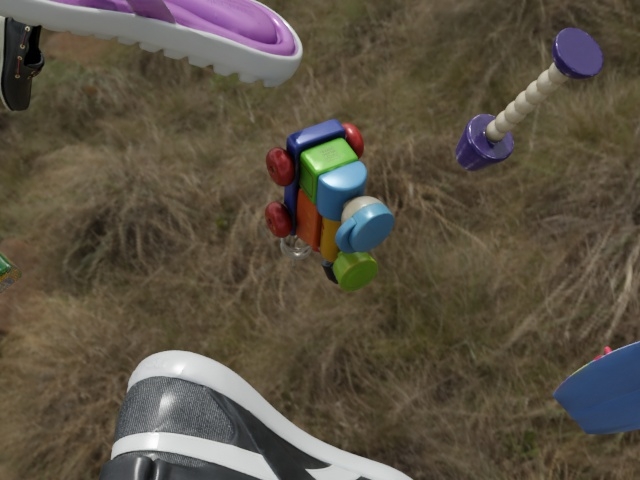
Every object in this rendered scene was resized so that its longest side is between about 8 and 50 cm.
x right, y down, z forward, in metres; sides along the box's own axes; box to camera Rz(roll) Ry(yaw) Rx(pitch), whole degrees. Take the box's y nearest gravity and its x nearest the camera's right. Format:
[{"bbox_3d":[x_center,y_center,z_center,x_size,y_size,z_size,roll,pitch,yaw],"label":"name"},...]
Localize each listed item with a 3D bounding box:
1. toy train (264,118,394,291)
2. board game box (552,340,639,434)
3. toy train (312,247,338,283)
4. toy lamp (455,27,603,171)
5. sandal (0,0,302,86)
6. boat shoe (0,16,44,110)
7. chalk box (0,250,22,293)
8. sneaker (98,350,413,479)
[{"bbox_3d":[0.013,0.000,1.001,0.105,0.248,0.143,-21,56,-20],"label":"toy train"},{"bbox_3d":[0.269,0.112,0.766,0.133,0.168,0.033,-26,50,19],"label":"board game box"},{"bbox_3d":[0.000,0.000,1.297,0.036,0.158,0.027,-39,33,-22],"label":"toy train"},{"bbox_3d":[0.269,-0.176,1.224,0.080,0.275,0.080,9,64,-18],"label":"toy lamp"},{"bbox_3d":[-0.178,-0.253,0.812,0.102,0.416,0.169,-52,50,28],"label":"sandal"},{"bbox_3d":[-0.331,-0.197,1.003,0.042,0.133,0.049,15,40,-2],"label":"boat shoe"},{"bbox_3d":[-0.323,-0.013,0.598,0.132,0.213,0.132,-43,8,-13],"label":"chalk box"},{"bbox_3d":[-0.021,0.159,0.447,0.079,0.217,0.121,-36,27,40],"label":"sneaker"}]
